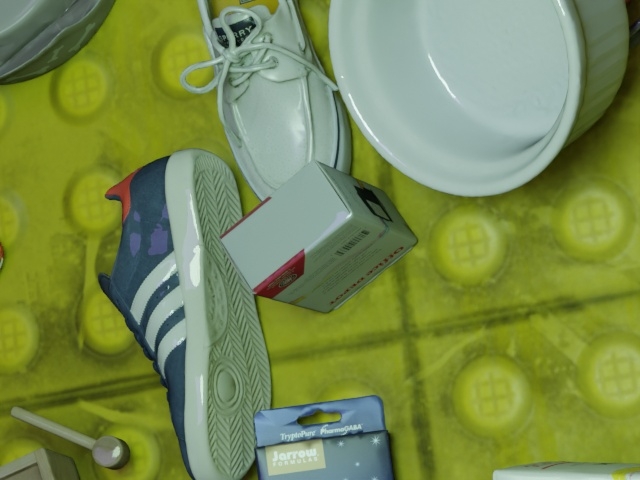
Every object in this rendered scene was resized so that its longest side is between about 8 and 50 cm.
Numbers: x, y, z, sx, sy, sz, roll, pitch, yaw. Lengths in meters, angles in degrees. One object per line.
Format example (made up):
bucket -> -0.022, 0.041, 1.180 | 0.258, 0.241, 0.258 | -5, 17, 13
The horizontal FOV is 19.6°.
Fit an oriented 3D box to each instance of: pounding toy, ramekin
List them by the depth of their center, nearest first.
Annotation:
ramekin -> 0.156, -0.192, 1.744 | 0.277, 0.135, 0.277 | 18, 120, 34
pounding toy -> -0.284, 0.266, 1.953 | 0.206, 0.094, 0.181 | -25, 70, 8

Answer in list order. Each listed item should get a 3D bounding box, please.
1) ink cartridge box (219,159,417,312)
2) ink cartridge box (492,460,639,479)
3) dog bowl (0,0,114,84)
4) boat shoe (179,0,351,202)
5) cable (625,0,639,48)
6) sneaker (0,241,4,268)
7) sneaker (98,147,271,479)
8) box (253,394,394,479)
ink cartridge box -> 0.000, 0.000, 1.816 | 0.127, 0.175, 0.072 | -39, 69, 13
ink cartridge box -> 0.281, 0.259, 1.653 | 0.353, 0.207, 0.119 | -2, 85, 22
dog bowl -> -0.368, -0.330, 2.043 | 0.348, 0.102, 0.349 | -3, 83, 23
boat shoe -> -0.069, -0.200, 1.876 | 0.136, 0.156, 0.367 | -15, 78, 20
cable -> 0.323, -0.295, 1.770 | 0.287, 0.072, 0.139 | -39, 68, 15
sneaker -> -0.426, 0.045, 2.044 | 0.175, 0.067, 0.064 | -28, 73, 15
sneaker -> -0.150, 0.087, 1.904 | 0.148, 0.131, 0.350 | -13, 74, 29
box -> 0.010, 0.271, 1.834 | 0.136, 0.036, 0.225 | -8, 79, 0
